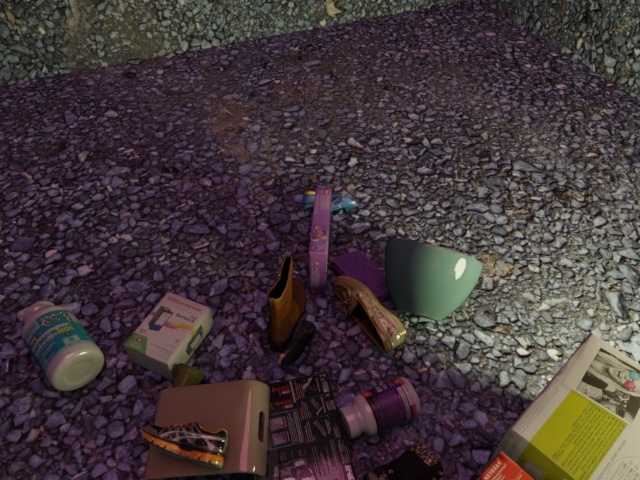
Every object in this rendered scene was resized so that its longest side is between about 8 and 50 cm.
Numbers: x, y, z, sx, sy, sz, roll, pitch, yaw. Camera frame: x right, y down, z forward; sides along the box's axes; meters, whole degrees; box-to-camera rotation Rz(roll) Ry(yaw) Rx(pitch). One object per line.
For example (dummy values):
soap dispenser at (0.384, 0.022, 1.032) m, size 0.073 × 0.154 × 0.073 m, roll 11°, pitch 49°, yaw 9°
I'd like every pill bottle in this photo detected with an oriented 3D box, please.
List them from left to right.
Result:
pill bottle at (-0.728, 0.281, 1.482) m, size 0.146 × 0.146 × 0.264 m, roll -34°, pitch 55°, yaw -29°
pill bottle at (0.149, 0.434, 1.369) m, size 0.194 × 0.108 × 0.108 m, roll -18°, pitch 49°, yaw -17°

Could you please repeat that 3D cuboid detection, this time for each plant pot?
plant pot at (-0.365, 0.386, 1.439) m, size 0.083 × 0.083 × 0.079 m, roll 17°, pitch 60°, yaw 15°
plant pot at (0.315, 0.129, 1.586) m, size 0.290 × 0.290 × 0.195 m, roll 15°, pitch 84°, yaw 13°

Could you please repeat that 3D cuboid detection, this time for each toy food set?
toy food set at (-0.276, 0.472, 1.304) m, size 0.306 × 0.092 × 0.219 m, roll -9°, pitch 51°, yaw 11°

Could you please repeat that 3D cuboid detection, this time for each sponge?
sponge at (0.140, 0.115, 1.719) m, size 0.117 × 0.031 × 0.210 m, roll -18°, pitch 47°, yaw -32°

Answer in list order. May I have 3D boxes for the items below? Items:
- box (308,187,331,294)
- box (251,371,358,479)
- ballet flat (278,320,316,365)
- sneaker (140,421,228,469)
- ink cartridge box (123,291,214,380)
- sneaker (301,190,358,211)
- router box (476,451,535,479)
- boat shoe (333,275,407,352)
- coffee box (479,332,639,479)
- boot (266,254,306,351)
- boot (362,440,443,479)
box at (0.000, 0.000, 1.724) m, size 0.057 × 0.201 × 0.293 m, roll 3°, pitch 46°, yaw 2°
box at (-0.062, 0.498, 1.327) m, size 0.242 × 0.076 × 0.307 m, roll -10°, pitch 47°, yaw -10°
ballet flat at (-0.072, 0.298, 1.541) m, size 0.049 × 0.057 × 0.173 m, roll 15°, pitch 40°, yaw 28°
sneaker at (-0.308, 0.454, 1.219) m, size 0.215 × 0.084 × 0.083 m, roll 11°, pitch 57°, yaw 13°
ink cartridge box at (-0.431, 0.270, 1.534) m, size 0.154 × 0.093 × 0.212 m, roll 19°, pitch 47°, yaw 18°
sneaker at (0.035, -0.127, 1.953) m, size 0.209 × 0.069 × 0.082 m, roll 6°, pitch 79°, yaw -6°
router box at (0.412, 0.617, 1.040) m, size 0.082 × 0.335 × 0.301 m, roll -32°, pitch 53°, yaw -30°
boat shoe at (0.130, 0.212, 1.587) m, size 0.089 × 0.104 × 0.285 m, roll -31°, pitch 54°, yaw -30°
coffee box at (0.601, 0.490, 1.162) m, size 0.338 × 0.337 × 0.334 m, roll -34°, pitch 55°, yaw -29°
boot at (-0.104, 0.141, 1.529) m, size 0.096 × 0.280 × 0.264 m, roll 15°, pitch 48°, yaw 13°
boot at (0.233, 0.597, 1.232) m, size 0.179 × 0.085 × 0.236 m, roll -26°, pitch 53°, yaw -27°
